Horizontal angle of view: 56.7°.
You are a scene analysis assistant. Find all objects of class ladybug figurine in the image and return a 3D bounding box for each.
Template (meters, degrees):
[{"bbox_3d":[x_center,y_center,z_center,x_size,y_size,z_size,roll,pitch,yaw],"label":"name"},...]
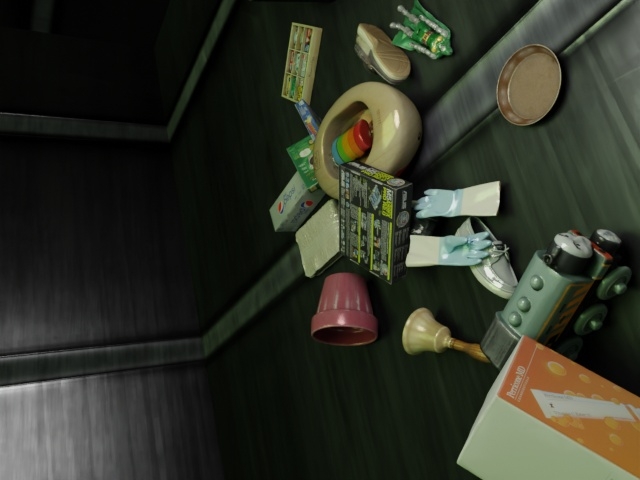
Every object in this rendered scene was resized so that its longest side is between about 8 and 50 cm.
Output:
[{"bbox_3d":[0.130,-0.269,1.674,0.449,0.162,0.305,-20,75,57],"label":"ladybug figurine"}]

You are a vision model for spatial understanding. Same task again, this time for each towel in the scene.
[{"bbox_3d":[0.000,0.000,2.016,0.282,0.049,0.187,-44,55,51],"label":"towel"}]

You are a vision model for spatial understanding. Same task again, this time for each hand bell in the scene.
[{"bbox_3d":[0.332,0.255,1.439,0.242,0.126,0.126,15,104,46],"label":"hand bell"}]

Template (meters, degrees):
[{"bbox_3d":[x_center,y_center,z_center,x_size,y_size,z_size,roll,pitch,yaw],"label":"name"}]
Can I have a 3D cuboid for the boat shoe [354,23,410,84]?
[{"bbox_3d":[0.167,-0.511,1.672,0.092,0.103,0.285,110,147,-41],"label":"boat shoe"}]

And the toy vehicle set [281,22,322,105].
[{"bbox_3d":[-0.070,-0.632,2.121,0.166,0.035,0.266,37,122,53],"label":"toy vehicle set"}]

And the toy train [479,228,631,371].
[{"bbox_3d":[0.443,0.124,1.134,0.142,0.190,0.333,54,135,43],"label":"toy train"}]

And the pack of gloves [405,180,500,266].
[{"bbox_3d":[0.295,-0.039,1.380,0.232,0.046,0.195,-4,73,45],"label":"pack of gloves"}]

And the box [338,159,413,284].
[{"bbox_3d":[0.136,-0.050,1.539,0.216,0.060,0.270,30,131,44],"label":"box"}]

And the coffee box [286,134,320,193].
[{"bbox_3d":[-0.027,-0.256,1.962,0.184,0.113,0.040,62,-176,26],"label":"coffee box"}]

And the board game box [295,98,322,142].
[{"bbox_3d":[-0.006,-0.354,1.935,0.035,0.136,0.201,-33,55,14],"label":"board game box"}]

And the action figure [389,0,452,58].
[{"bbox_3d":[0.268,-0.535,1.537,0.232,0.064,0.137,52,130,41],"label":"action figure"}]

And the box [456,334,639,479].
[{"bbox_3d":[0.439,0.348,0.982,0.345,0.215,0.168,28,121,18],"label":"box"}]

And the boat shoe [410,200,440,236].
[{"bbox_3d":[0.189,-0.043,1.621,0.340,0.127,0.113,3,82,50],"label":"boat shoe"}]

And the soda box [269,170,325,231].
[{"bbox_3d":[-0.080,-0.142,2.102,0.286,0.091,0.098,-49,50,49],"label":"soda box"}]

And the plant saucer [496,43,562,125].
[{"bbox_3d":[0.449,-0.330,1.266,0.168,0.029,0.168,5,95,60],"label":"plant saucer"}]

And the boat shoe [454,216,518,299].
[{"bbox_3d":[0.382,0.032,1.343,0.227,0.079,0.081,-117,35,-41],"label":"boat shoe"}]

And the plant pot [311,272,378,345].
[{"bbox_3d":[0.073,0.203,1.779,0.201,0.201,0.180,-38,44,53],"label":"plant pot"}]
